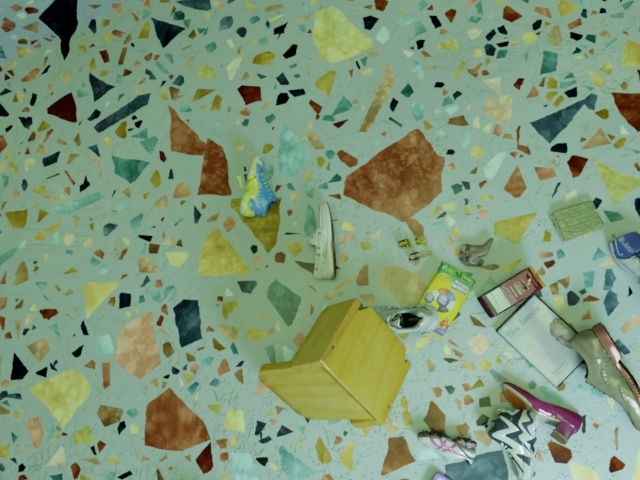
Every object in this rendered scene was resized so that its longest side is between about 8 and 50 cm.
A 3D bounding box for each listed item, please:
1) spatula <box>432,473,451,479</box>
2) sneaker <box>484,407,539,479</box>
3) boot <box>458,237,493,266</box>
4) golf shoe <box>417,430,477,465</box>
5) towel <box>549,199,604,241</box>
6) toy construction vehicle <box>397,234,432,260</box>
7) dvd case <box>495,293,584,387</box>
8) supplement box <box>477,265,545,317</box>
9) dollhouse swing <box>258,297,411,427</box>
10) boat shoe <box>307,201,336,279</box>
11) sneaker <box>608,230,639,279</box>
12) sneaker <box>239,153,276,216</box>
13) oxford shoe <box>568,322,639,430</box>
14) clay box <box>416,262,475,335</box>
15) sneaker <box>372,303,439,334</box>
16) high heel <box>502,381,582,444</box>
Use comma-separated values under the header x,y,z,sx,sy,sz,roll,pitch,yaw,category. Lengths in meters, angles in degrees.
x,y,z,sx,sy,sz,roll,pitch,yaw,category
0.475,0.836,1.569,0.297,0.030,0.084,29,85,13,spatula
0.586,0.628,1.571,0.153,0.094,0.234,6,106,35,sneaker
0.525,0.031,1.722,0.087,0.042,0.118,23,83,15,boot
0.396,0.656,1.599,0.186,0.067,0.085,11,82,11,golf shoe
0.859,-0.067,1.698,0.148,0.027,0.110,-21,75,5,towel
0.328,0.029,1.760,0.098,0.035,0.085,-20,65,2,toy construction vehicle
0.726,0.320,1.641,0.180,0.022,0.253,-45,75,-2,dvd case
0.616,0.169,1.646,0.188,0.104,0.080,-32,76,2,supplement box
0.038,0.392,1.617,0.305,0.347,0.315,-4,45,49,dollhouse swing
0.000,0.000,1.780,0.096,0.098,0.277,-4,79,7,boat shoe
1.052,0.103,1.553,0.127,0.182,0.315,-29,76,1,sneaker
-0.217,-0.194,1.873,0.126,0.091,0.240,14,80,-7,sneaker
0.889,0.430,1.555,0.130,0.123,0.348,-29,81,22,oxford shoe
0.413,0.193,1.699,0.127,0.053,0.222,32,86,13,clay box
0.230,0.263,1.653,0.292,0.118,0.110,-15,81,28,sneaker
0.697,0.513,1.593,0.117,0.082,0.244,-34,57,-31,high heel
